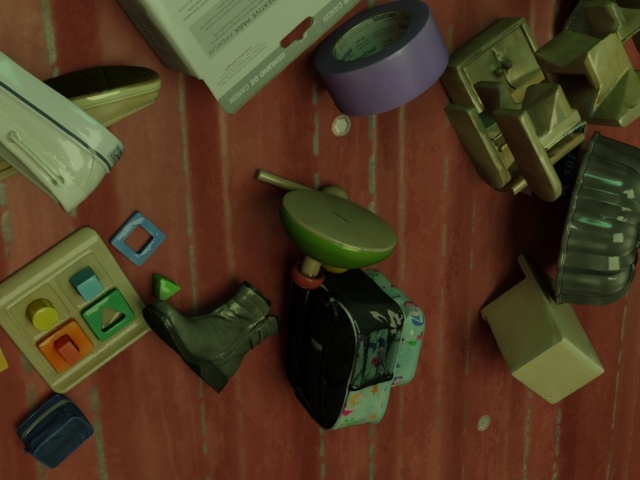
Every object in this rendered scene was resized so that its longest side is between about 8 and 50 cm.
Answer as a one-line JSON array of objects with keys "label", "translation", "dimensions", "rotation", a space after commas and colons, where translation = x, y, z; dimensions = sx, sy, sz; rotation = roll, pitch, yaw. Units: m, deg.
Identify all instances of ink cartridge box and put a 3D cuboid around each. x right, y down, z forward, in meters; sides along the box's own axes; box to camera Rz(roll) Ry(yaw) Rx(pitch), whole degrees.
[{"label": "ink cartridge box", "translation": [0.435, -0.185, 1.712], "dimensions": [0.097, 0.046, 0.207], "rotation": [3, 106, -32]}, {"label": "ink cartridge box", "translation": [-0.112, -0.373, 1.245], "dimensions": [0.309, 0.130, 0.272], "rotation": [-43, 126, -12]}]

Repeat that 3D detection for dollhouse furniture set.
[{"label": "dollhouse furniture set", "translation": [0.387, -0.200, 1.434], "dimensions": [0.362, 0.394, 0.256], "rotation": [-38, 113, -12]}]

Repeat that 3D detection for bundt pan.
[{"label": "bundt pan", "translation": [0.527, -0.027, 1.679], "dimensions": [0.331, 0.124, 0.331], "rotation": [14, 90, -69]}]

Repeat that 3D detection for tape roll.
[{"label": "tape roll", "translation": [0.090, -0.274, 1.374], "dimensions": [0.189, 0.189, 0.080], "rotation": [-40, 124, -14]}]

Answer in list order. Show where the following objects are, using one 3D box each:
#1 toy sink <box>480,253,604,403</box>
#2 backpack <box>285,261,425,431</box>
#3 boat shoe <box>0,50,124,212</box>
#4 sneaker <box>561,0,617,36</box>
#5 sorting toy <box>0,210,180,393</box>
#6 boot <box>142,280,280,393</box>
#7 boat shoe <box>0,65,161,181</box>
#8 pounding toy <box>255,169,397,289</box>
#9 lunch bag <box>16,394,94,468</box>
[{"label": "toy sink", "translation": [0.408, 0.168, 1.755], "dimensions": [0.131, 0.234, 0.153], "rotation": [-38, 130, 21]}, {"label": "backpack", "translation": [0.043, 0.171, 1.486], "dimensions": [0.191, 0.225, 0.253], "rotation": [-2, 116, -30]}, {"label": "boat shoe", "translation": [-0.422, -0.150, 1.062], "dimensions": [0.367, 0.136, 0.156], "rotation": [35, 78, -10]}, {"label": "sneaker", "translation": [0.495, -0.429, 1.643], "dimensions": [0.118, 0.083, 0.222], "rotation": [-59, 167, -52]}, {"label": "sorting toy", "translation": [-0.352, 0.107, 1.319], "dimensions": [0.347, 0.047, 0.196], "rotation": [-37, 123, -16]}, {"label": "boot", "translation": [-0.162, 0.118, 1.415], "dimensions": [0.161, 0.083, 0.246], "rotation": [-48, 144, -13]}, {"label": "boat shoe", "translation": [-0.346, -0.145, 1.199], "dimensions": [0.302, 0.109, 0.098], "rotation": [-23, 124, -17]}, {"label": "pounding toy", "translation": [0.000, 0.000, 1.399], "dimensions": [0.183, 0.237, 0.110], "rotation": [8, 115, -31]}, {"label": "lunch bag", "translation": [-0.392, 0.279, 1.346], "dimensions": [0.098, 0.065, 0.067], "rotation": [-41, 143, -12]}]
